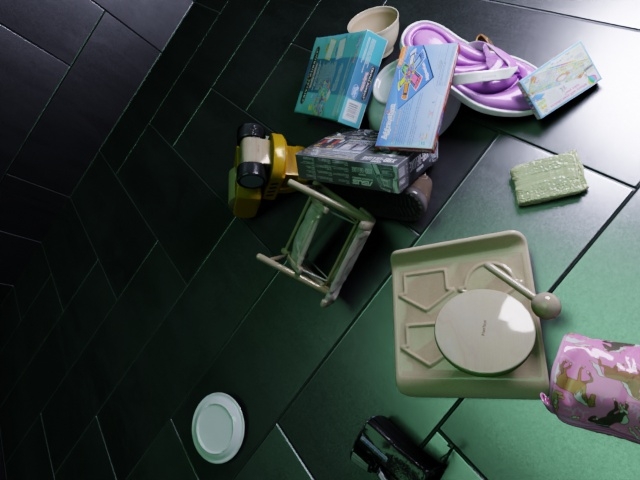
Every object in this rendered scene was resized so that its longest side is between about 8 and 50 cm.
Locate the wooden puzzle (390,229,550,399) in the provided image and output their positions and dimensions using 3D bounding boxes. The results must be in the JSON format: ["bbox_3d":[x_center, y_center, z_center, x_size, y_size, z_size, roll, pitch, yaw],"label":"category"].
[{"bbox_3d":[0.325,0.175,0.963,0.322,0.080,0.348,-12,71,33],"label":"wooden puzzle"}]

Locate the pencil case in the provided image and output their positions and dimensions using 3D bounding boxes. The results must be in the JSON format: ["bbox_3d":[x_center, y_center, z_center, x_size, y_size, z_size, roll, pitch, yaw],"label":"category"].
[{"bbox_3d":[0.584,0.273,0.683,0.386,0.167,0.160,10,111,38],"label":"pencil case"}]

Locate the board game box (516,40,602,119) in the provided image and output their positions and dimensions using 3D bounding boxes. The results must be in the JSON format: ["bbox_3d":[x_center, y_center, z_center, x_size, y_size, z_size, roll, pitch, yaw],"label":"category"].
[{"bbox_3d":[0.554,-0.372,0.979,0.154,0.026,0.103,-33,96,10],"label":"board game box"}]

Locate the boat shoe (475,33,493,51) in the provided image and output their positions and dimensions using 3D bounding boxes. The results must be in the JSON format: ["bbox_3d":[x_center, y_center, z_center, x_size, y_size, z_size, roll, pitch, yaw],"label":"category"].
[{"bbox_3d":[0.444,-0.476,1.131,0.064,0.060,0.178,-15,64,31],"label":"boat shoe"}]

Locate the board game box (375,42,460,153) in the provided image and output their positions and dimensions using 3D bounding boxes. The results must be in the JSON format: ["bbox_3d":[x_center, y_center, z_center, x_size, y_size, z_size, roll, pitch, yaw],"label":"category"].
[{"bbox_3d":[0.237,-0.348,1.023,0.145,0.027,0.282,11,79,28],"label":"board game box"}]

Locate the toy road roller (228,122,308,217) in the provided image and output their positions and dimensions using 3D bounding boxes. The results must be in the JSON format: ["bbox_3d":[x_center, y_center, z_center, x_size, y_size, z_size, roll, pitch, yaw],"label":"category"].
[{"bbox_3d":[-0.178,-0.223,1.432,0.329,0.240,0.203,129,141,-59],"label":"toy road roller"}]

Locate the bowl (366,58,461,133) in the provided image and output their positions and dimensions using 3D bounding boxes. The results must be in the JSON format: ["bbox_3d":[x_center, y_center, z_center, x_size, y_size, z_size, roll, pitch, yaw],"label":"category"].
[{"bbox_3d":[0.242,-0.422,1.211,0.297,0.134,0.298,-14,64,32],"label":"bowl"}]

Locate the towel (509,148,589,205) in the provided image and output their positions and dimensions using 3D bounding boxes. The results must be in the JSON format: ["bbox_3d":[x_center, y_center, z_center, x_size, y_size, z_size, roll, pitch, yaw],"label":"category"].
[{"bbox_3d":[0.522,-0.141,0.967,0.148,0.027,0.110,-15,65,30],"label":"towel"}]

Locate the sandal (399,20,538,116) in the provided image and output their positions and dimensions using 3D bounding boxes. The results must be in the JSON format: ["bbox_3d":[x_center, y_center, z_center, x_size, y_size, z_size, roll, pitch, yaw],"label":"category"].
[{"bbox_3d":[0.379,-0.438,1.048,0.416,0.102,0.169,31,84,16],"label":"sandal"}]

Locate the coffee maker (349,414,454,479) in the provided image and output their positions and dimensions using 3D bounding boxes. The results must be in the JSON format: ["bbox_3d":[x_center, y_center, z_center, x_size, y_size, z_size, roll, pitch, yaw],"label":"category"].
[{"bbox_3d":[0.178,0.476,0.938,0.171,0.120,0.178,-45,50,-16],"label":"coffee maker"}]

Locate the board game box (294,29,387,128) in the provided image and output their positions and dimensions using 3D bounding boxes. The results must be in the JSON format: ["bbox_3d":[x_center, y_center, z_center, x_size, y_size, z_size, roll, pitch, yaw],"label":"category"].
[{"bbox_3d":[0.049,-0.502,1.316,0.336,0.079,0.254,39,114,57],"label":"board game box"}]

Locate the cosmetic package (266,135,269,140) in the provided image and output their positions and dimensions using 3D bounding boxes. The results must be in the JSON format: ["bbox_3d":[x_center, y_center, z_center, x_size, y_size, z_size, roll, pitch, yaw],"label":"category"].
[{"bbox_3d":[-0.216,-0.360,1.579,0.115,0.041,0.060,20,85,39],"label":"cosmetic package"}]

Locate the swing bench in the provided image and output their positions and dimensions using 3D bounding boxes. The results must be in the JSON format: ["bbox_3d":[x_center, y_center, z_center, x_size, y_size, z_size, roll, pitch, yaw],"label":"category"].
[{"bbox_3d":[0.000,0.000,1.159,0.254,0.165,0.253,33,109,19],"label":"swing bench"}]

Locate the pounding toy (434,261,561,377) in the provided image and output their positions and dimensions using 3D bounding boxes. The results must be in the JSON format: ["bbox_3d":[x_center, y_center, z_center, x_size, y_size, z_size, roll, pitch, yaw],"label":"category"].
[{"bbox_3d":[0.347,0.184,0.847,0.237,0.110,0.183,-43,45,-15],"label":"pounding toy"}]

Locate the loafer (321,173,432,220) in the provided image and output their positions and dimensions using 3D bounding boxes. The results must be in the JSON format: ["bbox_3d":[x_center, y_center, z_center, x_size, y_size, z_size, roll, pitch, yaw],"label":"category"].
[{"bbox_3d":[0.157,-0.143,1.191,0.365,0.134,0.130,19,49,39],"label":"loafer"}]

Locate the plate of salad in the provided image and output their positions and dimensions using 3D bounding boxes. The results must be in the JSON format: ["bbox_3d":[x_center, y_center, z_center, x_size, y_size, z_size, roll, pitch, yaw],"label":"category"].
[{"bbox_3d":[-0.310,0.570,1.286,0.199,0.048,0.200,-7,74,24],"label":"plate of salad"}]

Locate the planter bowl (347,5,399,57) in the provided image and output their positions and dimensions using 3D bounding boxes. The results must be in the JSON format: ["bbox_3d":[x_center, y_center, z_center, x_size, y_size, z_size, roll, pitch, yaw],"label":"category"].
[{"bbox_3d":[0.177,-0.654,1.347,0.162,0.109,0.162,-10,52,13],"label":"planter bowl"}]

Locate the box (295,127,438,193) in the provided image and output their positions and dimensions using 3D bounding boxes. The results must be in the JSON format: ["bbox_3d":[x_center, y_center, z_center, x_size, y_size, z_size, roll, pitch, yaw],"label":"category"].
[{"bbox_3d":[0.126,-0.226,1.129,0.307,0.077,0.242,13,37,33],"label":"box"}]
